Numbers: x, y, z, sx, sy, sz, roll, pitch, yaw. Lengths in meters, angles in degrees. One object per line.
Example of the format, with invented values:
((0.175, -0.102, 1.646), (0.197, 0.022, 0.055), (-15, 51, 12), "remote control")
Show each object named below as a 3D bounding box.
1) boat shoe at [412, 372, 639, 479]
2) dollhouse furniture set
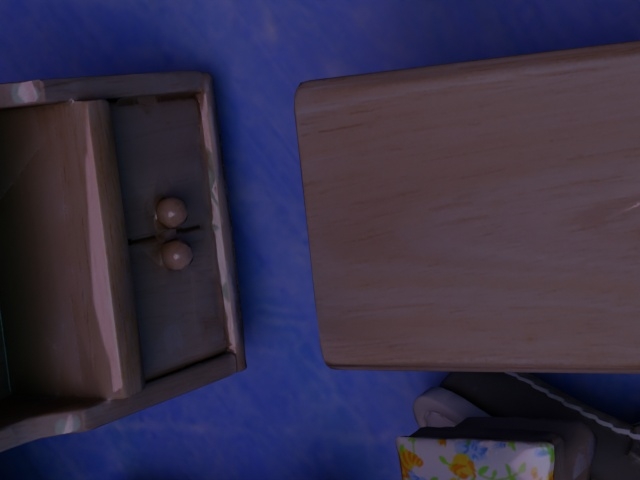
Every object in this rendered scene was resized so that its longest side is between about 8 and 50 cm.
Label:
((0.188, 0.140, 0.654), (0.305, 0.109, 0.091), (32, 70, 15), "boat shoe")
((0.000, 0.000, 0.507), (0.394, 0.256, 0.362), (-3, 97, 31), "dollhouse furniture set")
